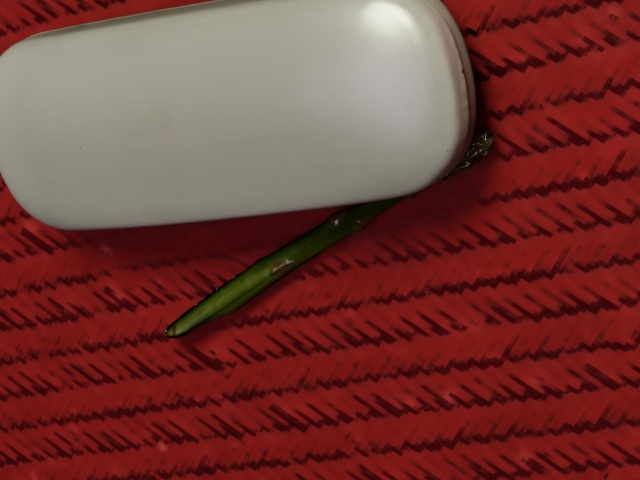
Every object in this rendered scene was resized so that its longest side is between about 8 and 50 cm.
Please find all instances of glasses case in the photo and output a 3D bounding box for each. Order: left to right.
[{"bbox_3d":[-0.037,-0.046,0.659,0.197,0.049,0.076,-6,104,32],"label":"glasses case"}]

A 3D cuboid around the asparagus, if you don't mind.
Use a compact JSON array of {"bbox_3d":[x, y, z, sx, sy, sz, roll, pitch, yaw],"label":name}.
[{"bbox_3d":[0.000,0.000,0.681,0.166,0.013,0.016,-33,51,33],"label":"asparagus"}]
